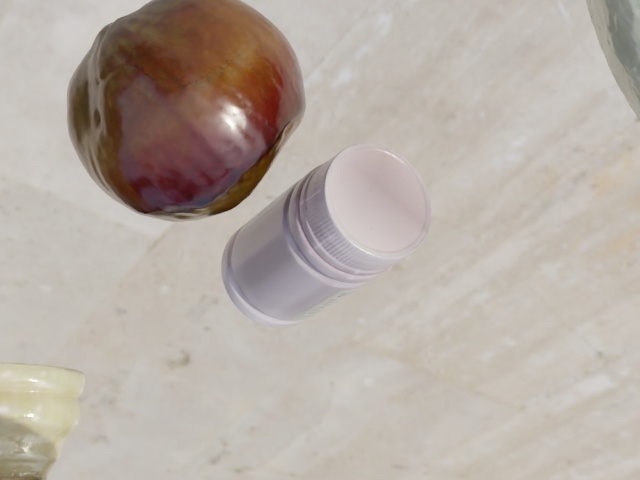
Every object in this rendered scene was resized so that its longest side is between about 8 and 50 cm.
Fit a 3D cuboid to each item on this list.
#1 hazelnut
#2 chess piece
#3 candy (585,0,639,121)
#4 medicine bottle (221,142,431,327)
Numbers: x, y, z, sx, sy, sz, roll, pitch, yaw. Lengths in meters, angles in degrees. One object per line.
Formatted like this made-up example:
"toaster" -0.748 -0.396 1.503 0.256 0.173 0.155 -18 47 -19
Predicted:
"hazelnut" -0.141 -0.127 1.238 0.217 0.217 0.251 32 141 -30
"chess piece" -0.393 0.313 1.636 0.167 0.299 0.167 0 166 0
"candy" 0.330 -0.269 1.072 0.186 0.386 0.427 3 149 34
"medicine bottle" 0.000 0.000 1.339 0.133 0.133 0.250 22 152 -19
